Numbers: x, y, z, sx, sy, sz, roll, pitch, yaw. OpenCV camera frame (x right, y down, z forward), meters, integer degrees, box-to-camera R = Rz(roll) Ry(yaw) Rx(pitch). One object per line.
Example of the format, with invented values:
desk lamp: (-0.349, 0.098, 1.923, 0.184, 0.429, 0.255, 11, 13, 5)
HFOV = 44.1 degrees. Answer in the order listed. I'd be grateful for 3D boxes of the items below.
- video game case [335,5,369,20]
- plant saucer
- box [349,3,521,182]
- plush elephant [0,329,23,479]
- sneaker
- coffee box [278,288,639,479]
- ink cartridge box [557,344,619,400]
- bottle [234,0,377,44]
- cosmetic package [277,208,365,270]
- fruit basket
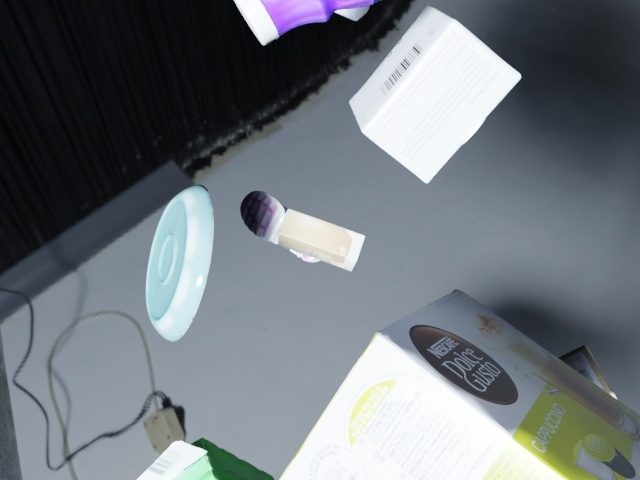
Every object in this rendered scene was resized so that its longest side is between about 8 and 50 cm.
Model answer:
video game case: (-0.028, -0.479, 1.120, 0.269, 0.244, 0.061, 26, 45, 10)
plant saucer: (-0.289, 0.041, 1.571, 0.043, 0.318, 0.318, 11, 44, -27)
box: (0.145, -0.201, 1.060, 0.119, 0.181, 0.182, 36, 16, -16)
plush elephant: (-0.358, 0.052, 0.533, 0.255, 0.272, 0.330, -9, 28, -22)
sneaker: (-0.076, -0.028, 1.805, 0.236, 0.104, 0.095, 32, 96, 13)
coffee box: (0.165, 0.303, 0.947, 0.334, 0.338, 0.337, 37, 18, 18)
ink cartridge box: (0.467, 0.317, 1.520, 0.193, 0.088, 0.235, -29, 10, 11)
bottle: (0.040, -0.308, 0.827, 0.282, 0.092, 0.118, -33, 90, 1)
cosmetic package: (0.000, 0.000, 1.106, 0.115, 0.060, 0.041, 19, 72, 2)
fruit basket: (-0.251, 0.522, 1.400, 0.353, 0.327, 0.165, -43, 33, 13)
